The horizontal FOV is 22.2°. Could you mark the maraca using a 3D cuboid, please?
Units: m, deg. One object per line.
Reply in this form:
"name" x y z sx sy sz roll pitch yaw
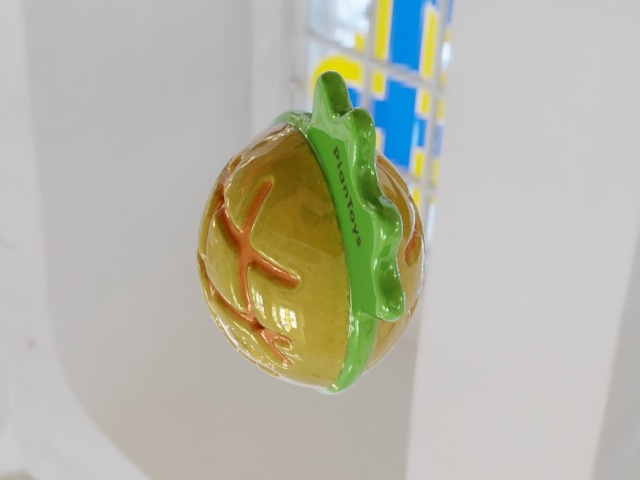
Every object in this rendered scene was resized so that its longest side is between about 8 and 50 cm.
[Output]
"maraca" 0.000 0.000 0.712 0.099 0.185 0.127 -14 -103 -18
